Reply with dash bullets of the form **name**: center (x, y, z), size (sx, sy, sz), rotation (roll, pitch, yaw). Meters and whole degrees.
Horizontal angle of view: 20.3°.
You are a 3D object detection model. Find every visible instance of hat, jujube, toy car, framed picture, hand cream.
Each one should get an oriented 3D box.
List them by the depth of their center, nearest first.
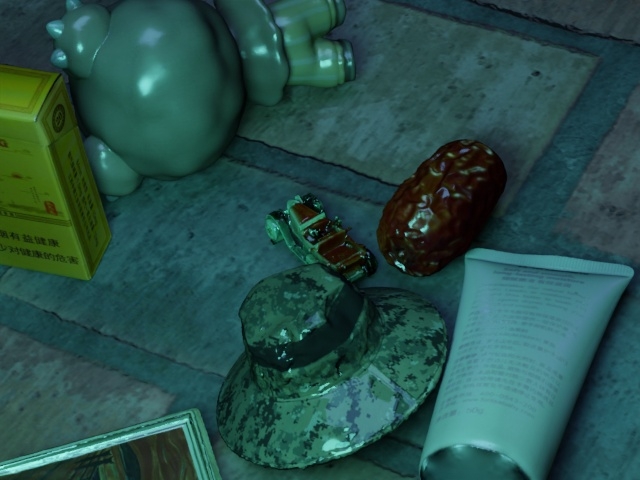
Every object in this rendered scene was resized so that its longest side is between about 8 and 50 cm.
- **framed picture**: center (-0.224, 0.274, 1.739), size (0.273, 0.016, 0.216), rotation (-15, 46, -9)
- **hat**: center (-0.010, 0.098, 1.818), size (0.265, 0.128, 0.265), rotation (-19, 35, 14)
- **hand cream**: center (0.198, 0.132, 1.825), size (0.185, 0.118, 0.359), rotation (5, 40, 19)
- **jujube**: center (0.137, -0.037, 1.970), size (0.112, 0.109, 0.176), rotation (-3, 36, 50)
- **toy car**: center (0.000, 0.000, 1.995), size (0.073, 0.054, 0.143), rotation (-28, 51, -20)

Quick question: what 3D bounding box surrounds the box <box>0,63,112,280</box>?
- **box**: center (-0.343, -0.078, 1.956), size (0.174, 0.274, 0.076), rotation (9, 53, 15)

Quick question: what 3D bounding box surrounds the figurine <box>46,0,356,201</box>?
- **figurine**: center (-0.132, -0.198, 2.104), size (0.380, 0.248, 0.203), rotation (-20, 28, -27)
